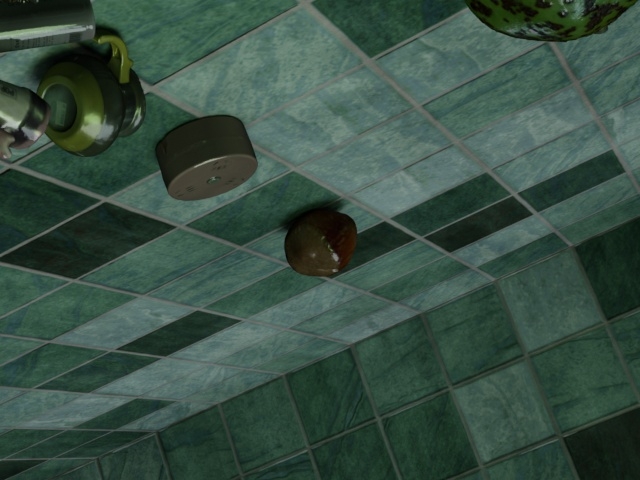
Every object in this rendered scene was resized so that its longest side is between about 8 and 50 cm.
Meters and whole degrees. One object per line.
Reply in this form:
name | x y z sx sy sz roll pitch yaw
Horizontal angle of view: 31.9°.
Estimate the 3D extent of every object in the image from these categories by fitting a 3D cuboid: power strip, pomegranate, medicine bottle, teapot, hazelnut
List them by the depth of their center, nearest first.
medicine bottle | -0.357 -0.241 1.260 0.199 0.058 0.057 -13 161 -21
pomegranate | 0.285 -0.346 1.341 0.254 0.254 0.270 -26 141 17
teapot | -0.286 -0.189 1.419 0.119 0.130 0.166 -20 138 -57
power strip | -0.177 -0.127 1.759 0.154 0.078 0.154 -18 161 -6
hazelnut | 0.000 0.000 2.265 0.154 0.143 0.143 -24 164 37

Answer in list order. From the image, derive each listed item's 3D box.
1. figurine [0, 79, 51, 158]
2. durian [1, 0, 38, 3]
figurine | -0.484 -0.097 1.260 0.253 0.211 0.361 -23 177 -46
durian | -0.312 -0.283 1.150 0.080 0.080 0.091 -27 -178 21
